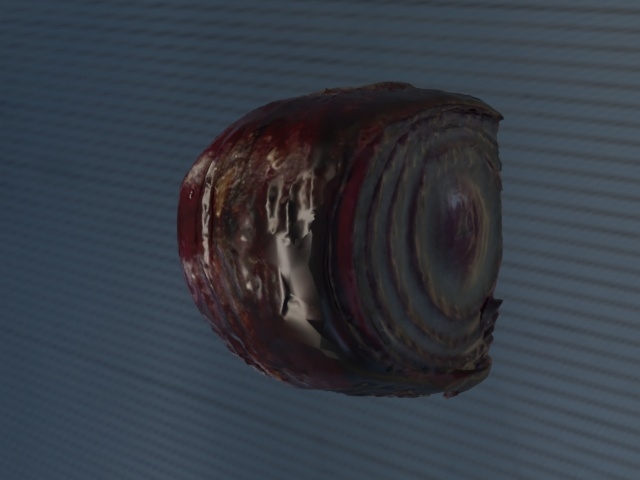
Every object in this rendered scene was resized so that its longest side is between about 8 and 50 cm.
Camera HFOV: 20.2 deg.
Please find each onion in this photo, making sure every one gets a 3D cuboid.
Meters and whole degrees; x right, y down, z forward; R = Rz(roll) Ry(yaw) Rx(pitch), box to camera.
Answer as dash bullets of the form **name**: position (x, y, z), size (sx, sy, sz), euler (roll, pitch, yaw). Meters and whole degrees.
- **onion**: position (-0.005, 0.000, 1.215), size (0.206, 0.207, 0.216), euler (1, 90, 45)
